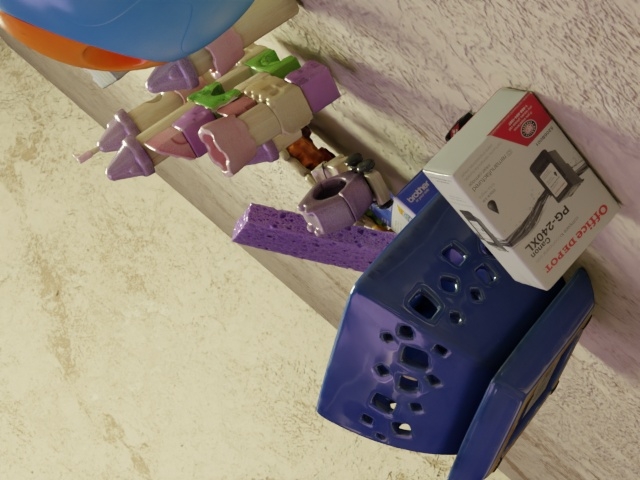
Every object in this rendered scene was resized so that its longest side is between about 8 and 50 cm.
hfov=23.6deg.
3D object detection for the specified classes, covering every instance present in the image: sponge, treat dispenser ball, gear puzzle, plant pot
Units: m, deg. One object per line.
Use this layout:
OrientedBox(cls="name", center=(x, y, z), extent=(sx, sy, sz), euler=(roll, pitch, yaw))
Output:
OrientedBox(cls="sponge", center=(0.000, 0.000, 1.910), extent=(0.210, 0.031, 0.117), euler=(13, 165, -8))
OrientedBox(cls="treat dispenser ball", center=(-0.174, -0.287, 1.297), extent=(0.288, 0.288, 0.288), euler=(43, 172, 8))
OrientedBox(cls="gear puzzle", center=(0.025, -0.082, 2.048), extent=(0.339, 0.044, 0.175), euler=(46, -169, 24))
OrientedBox(cls="plant pot", center=(0.156, 0.109, 1.680), extent=(0.212, 0.236, 0.236), euler=(33, 140, 15))

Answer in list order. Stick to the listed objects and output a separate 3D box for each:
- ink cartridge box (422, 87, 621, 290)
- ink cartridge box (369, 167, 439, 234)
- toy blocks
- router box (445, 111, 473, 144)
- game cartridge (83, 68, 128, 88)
OrientedBox(cls="ink cartridge box", center=(0.183, -0.045, 1.378), extent=(0.150, 0.109, 0.063), euler=(48, 169, -22))
OrientedBox(cls="ink cartridge box", center=(0.181, 0.020, 1.880), extent=(0.311, 0.065, 0.186), euler=(42, 172, 9))
OrientedBox(cls="toy blocks", center=(-0.132, -0.126, 1.798), extent=(0.288, 0.260, 0.309), euler=(29, 150, 60))
OrientedBox(cls="router box", center=(0.182, -0.064, 1.537), extent=(0.122, 0.038, 0.092), euler=(41, 172, 20))
OrientedBox(cls="game cartridge", center=(-0.409, -0.369, 2.220), extent=(0.355, 0.068, 0.230), euler=(46, 168, -12))
